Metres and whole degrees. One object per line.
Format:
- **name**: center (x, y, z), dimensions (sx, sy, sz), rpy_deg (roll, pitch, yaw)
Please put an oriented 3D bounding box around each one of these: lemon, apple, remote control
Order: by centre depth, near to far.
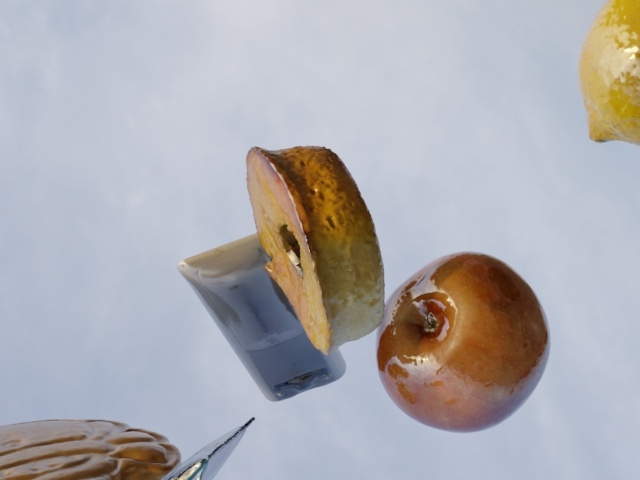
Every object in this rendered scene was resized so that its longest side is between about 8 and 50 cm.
- **remote control**: center (-0.053, 0.098, 1.098), dimensions (0.109, 0.313, 0.055), rpy_deg (-21, -128, 3)
- **apple**: center (0.149, 0.107, 1.100), dimensions (0.162, 0.201, 0.201), rpy_deg (43, -164, -47)
- **lemon**: center (0.389, -0.208, 1.109), dimensions (0.188, 0.256, 0.188), rpy_deg (34, -163, -12)

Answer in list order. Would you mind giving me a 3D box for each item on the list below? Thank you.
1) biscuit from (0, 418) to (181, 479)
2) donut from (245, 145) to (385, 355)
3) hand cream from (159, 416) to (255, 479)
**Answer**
- **biscuit**: center (-0.327, 0.269, 1.167), dimensions (0.351, 0.057, 0.312), rpy_deg (5, -169, 41)
- **donut**: center (0.001, 0.001, 0.859), dimensions (0.075, 0.174, 0.190), rpy_deg (-17, -140, -15)
- **hand cream**: center (-0.154, 0.229, 0.727), dimensions (0.061, 0.270, 0.120), rpy_deg (44, -174, 7)
